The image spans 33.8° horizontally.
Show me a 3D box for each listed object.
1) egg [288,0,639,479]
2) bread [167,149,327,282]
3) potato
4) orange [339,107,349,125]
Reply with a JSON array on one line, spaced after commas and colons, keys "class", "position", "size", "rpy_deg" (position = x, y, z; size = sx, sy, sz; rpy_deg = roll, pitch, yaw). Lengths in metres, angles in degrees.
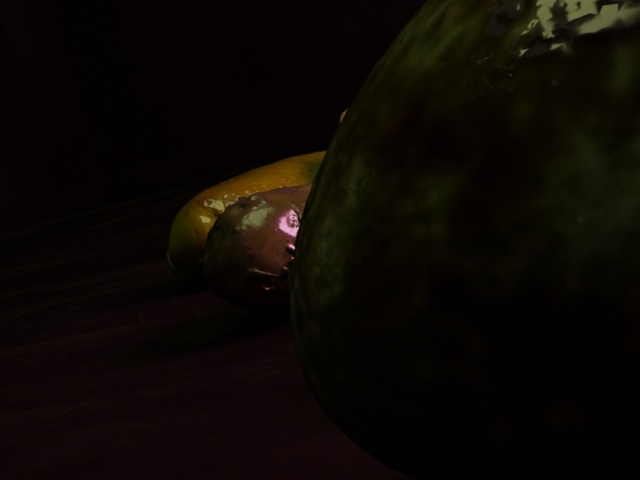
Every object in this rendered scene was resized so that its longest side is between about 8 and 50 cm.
[{"class": "egg", "position": [0.120, -0.012, 0.412], "size": [0.289, 0.238, 0.238], "rpy_deg": [-23, 7, 10]}, {"class": "bread", "position": [-0.034, -0.049, 1.336], "size": [0.166, 0.112, 0.383], "rpy_deg": [-9, 10, 39]}, {"class": "potato", "position": [0.000, 0.000, 0.987], "size": [0.251, 0.113, 0.149], "rpy_deg": [-12, -4, -44]}, {"class": "orange", "position": [0.141, -0.107, 1.236], "size": [0.237, 0.158, 0.179], "rpy_deg": [-17, 17, 22]}]
